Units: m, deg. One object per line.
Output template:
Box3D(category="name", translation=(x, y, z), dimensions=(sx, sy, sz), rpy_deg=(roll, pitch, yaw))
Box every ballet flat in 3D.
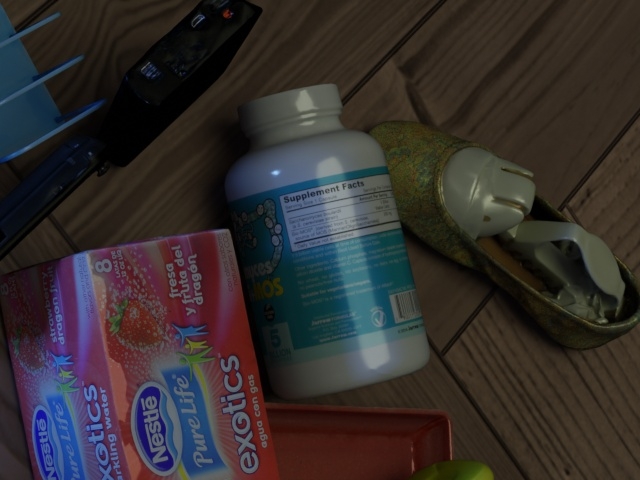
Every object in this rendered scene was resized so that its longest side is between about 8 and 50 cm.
Box3D(category="ballet flat", translation=(0.191, -0.012, 1.822), dimensions=(0.348, 0.123, 0.123), rpy_deg=(39, 59, -26))

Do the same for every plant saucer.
Box3D(category="plant saucer", translation=(0.013, 0.278, 1.664), dimensions=(0.258, 0.048, 0.259), rpy_deg=(6, 78, -38))

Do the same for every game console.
Box3D(category="game console", translation=(-0.191, -0.058, 1.493), dimensions=(0.044, 0.213, 0.361), rpy_deg=(46, 74, -1))

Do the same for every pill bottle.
Box3D(category="pill bottle", translation=(0.000, 0.000, 1.648), dimensions=(0.146, 0.146, 0.264), rpy_deg=(-11, 88, -39))

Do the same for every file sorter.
Box3D(category="file sorter", translation=(-0.266, -0.152, 1.495), dimensions=(0.118, 0.104, 0.170), rpy_deg=(-36, 103, -38))

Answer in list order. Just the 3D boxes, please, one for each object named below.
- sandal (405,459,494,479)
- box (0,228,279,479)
Box3D(category="sandal", translation=(0.067, 0.324, 1.594), dimensions=(0.317, 0.126, 0.138), rpy_deg=(-37, 108, -36))
Box3D(category="box", translation=(-0.141, 0.153, 1.502), dimensions=(0.142, 0.154, 0.300), rpy_deg=(-10, 88, -39))
